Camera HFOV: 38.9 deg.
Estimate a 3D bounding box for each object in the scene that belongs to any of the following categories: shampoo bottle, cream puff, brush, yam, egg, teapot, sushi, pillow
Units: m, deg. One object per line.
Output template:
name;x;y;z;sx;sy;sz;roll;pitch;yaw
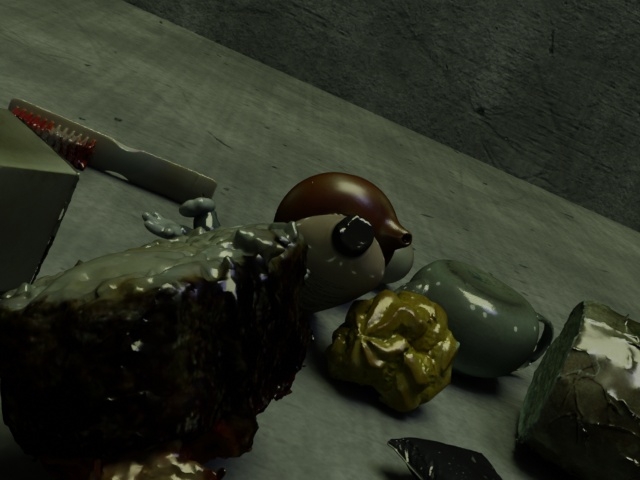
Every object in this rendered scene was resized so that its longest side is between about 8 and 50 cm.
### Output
shampoo bottle;0.007;0.027;1.086;0.127;0.078;0.257;31;-21;-5
cream puff;0.082;0.124;1.063;0.156;0.121;0.156;24;23;-11
brush;-0.311;-0.119;1.338;0.321;0.060;0.050;22;30;-10
yam;0.421;0.223;1.072;0.348;0.241;0.241;25;17;15
egg;0.087;0.013;1.424;0.103;0.103;0.135;6;28;-47
teapot;0.203;0.115;1.258;0.294;0.129;0.193;19;18;-26
teapot;0.000;0.000;1.260;0.252;0.178;0.135;-8;24;4
sushi;-0.108;0.086;0.712;0.196;0.182;0.343;-15;6;20
pillow;0.164;0.266;0.873;0.141;0.055;0.208;20;17;-36

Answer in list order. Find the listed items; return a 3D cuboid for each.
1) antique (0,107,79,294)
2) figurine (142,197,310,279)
antique;-0.355;-0.043;0.896;0.146;0.152;0.148;37;18;29
figurine;-0.128;0.039;1.008;0.193;0.140;0.265;30;6;-16
